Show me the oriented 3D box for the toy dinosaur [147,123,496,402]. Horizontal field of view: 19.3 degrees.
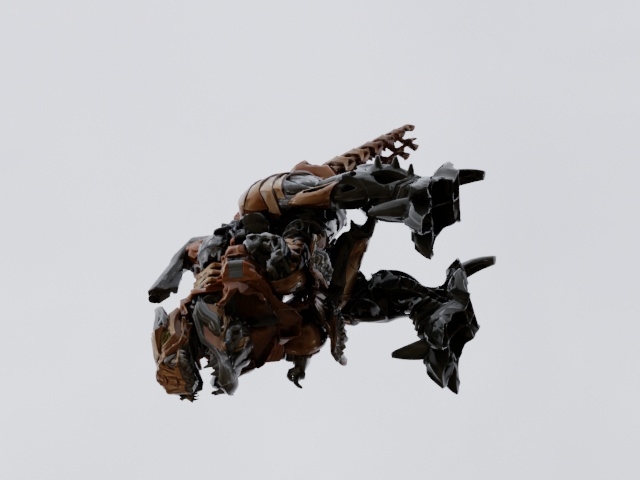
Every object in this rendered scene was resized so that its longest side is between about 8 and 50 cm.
[{"bbox_3d":[0.000,0.000,1.360,0.218,0.322,0.164,6,-34,26],"label":"toy dinosaur"}]
